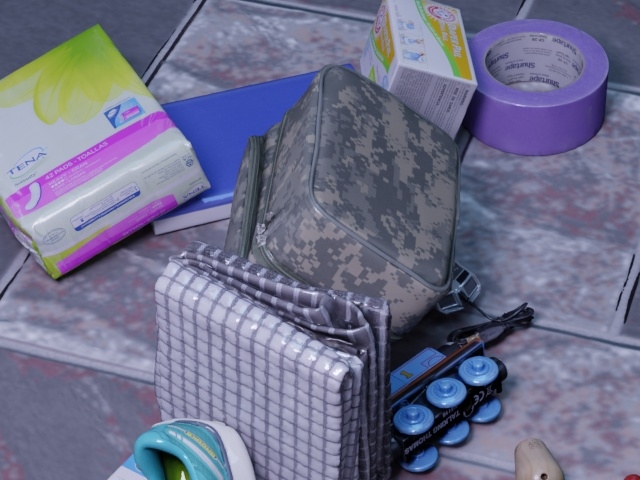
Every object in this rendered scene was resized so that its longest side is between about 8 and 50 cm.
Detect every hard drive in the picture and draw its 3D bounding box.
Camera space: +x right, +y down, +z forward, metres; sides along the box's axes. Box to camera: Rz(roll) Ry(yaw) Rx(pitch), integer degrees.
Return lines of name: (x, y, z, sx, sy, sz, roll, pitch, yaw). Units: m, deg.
hard drive: (-0.079, -0.119, 2.256, 0.318, 0.040, 0.210, -14, 43, -13)

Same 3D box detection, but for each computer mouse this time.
computer mouse: (0.144, 0.055, 2.053, 0.106, 0.042, 0.193, -30, 54, -22)

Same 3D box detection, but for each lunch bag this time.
lunch bag: (0.000, 0.000, 1.979, 0.212, 0.256, 0.305, 29, 37, -19)

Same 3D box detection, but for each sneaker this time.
sneaker: (-0.103, 0.296, 1.689, 0.110, 0.107, 0.275, 5, 53, -53)

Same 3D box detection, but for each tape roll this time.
tape roll: (0.270, -0.196, 2.298, 0.189, 0.080, 0.189, -2, 41, 2)

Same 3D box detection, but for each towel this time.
towel: (-0.046, 0.144, 1.779, 0.235, 0.284, 0.121, 24, 47, 25)

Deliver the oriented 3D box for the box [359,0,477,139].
box: (0.119, -0.212, 2.262, 0.103, 0.114, 0.203, 14, 32, -12)

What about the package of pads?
package of pads: (-0.297, -0.108, 2.175, 0.229, 0.101, 0.296, -31, 45, -7)

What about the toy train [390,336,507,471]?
toy train: (0.111, 0.167, 1.901, 0.184, 0.080, 0.105, -33, 44, -30)

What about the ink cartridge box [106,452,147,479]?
ink cartridge box: (-0.188, 0.297, 1.779, 0.104, 0.062, 0.181, 24, 47, 25)

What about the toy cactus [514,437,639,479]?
toy cactus: (0.222, 0.257, 1.789, 0.219, 0.112, 0.180, -14, 32, 0)
